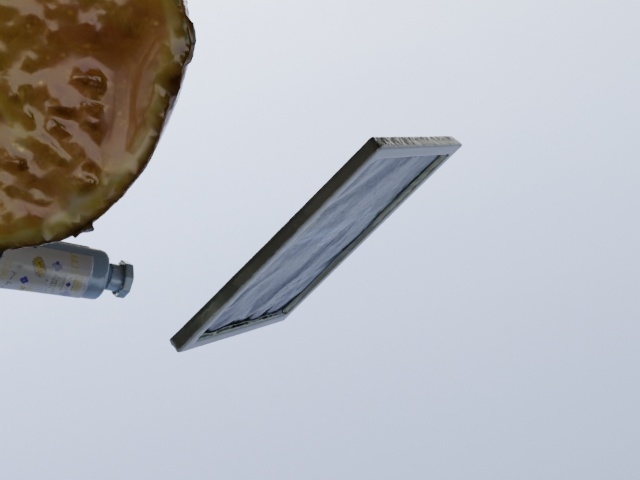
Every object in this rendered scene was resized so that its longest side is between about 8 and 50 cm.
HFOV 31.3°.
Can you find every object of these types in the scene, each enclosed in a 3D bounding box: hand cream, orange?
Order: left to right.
[{"bbox_3d":[-0.250,-0.120,0.683,0.310,0.274,0.274,-18,-146,-24],"label":"orange"},{"bbox_3d":[-0.233,0.019,0.917,0.171,0.065,0.043,11,-162,-33],"label":"hand cream"}]

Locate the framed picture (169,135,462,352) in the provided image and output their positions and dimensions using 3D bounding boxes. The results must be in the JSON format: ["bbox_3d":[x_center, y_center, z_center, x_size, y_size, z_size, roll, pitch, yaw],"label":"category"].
[{"bbox_3d":[0.000,0.000,1.246,0.020,0.324,0.240,52,-157,14],"label":"framed picture"}]
